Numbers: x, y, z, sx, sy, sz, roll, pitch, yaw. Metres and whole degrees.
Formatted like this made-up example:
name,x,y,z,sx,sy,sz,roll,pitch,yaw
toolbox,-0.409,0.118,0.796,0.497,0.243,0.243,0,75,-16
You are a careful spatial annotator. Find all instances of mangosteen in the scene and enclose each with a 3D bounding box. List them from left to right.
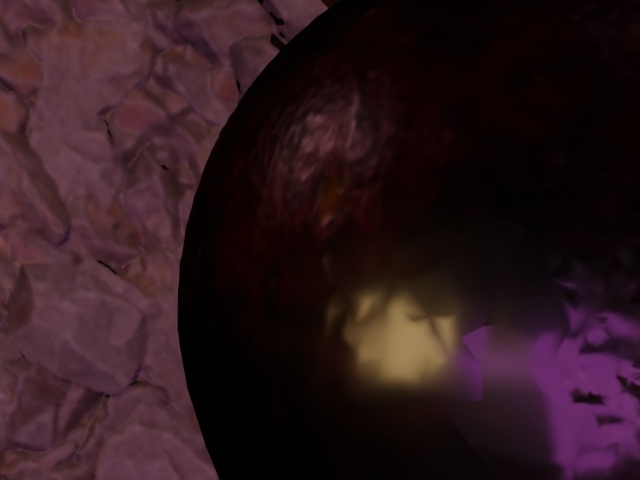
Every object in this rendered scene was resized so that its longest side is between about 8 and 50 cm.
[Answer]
name,x,y,z,sx,sy,sz,roll,pitch,yaw
mangosteen,0.106,-0.009,0.521,0.307,0.307,0.347,0,81,17
